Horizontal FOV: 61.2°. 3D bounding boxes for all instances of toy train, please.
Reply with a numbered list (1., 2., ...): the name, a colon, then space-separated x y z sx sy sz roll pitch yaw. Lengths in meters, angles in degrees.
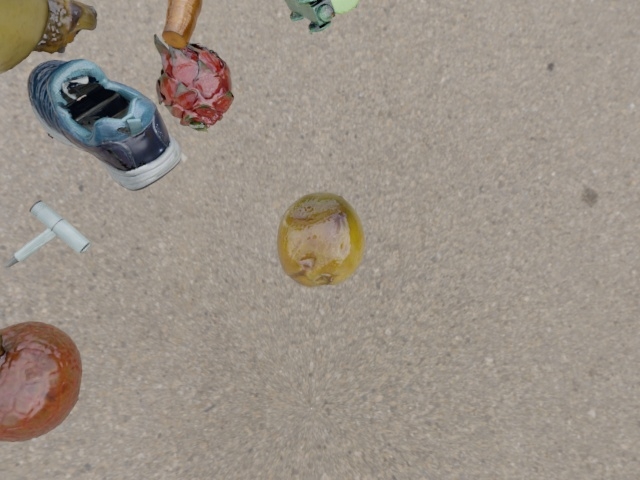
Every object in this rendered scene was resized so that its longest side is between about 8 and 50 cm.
1. toy train: -0.002 -0.605 1.338 0.157 0.105 0.253 -33 39 -5

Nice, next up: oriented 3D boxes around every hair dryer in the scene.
1. hair dryer: -0.667 0.022 1.293 0.155 0.044 0.183 40 91 -2

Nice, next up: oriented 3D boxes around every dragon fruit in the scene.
1. dragon fruit: -0.328 -0.412 1.401 0.193 0.192 0.274 -19 93 -20

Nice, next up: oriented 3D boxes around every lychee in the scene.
1. lychee: -0.609 0.281 1.084 0.255 0.300 0.255 -4 57 5

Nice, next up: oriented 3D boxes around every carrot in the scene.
1. carrot: -0.330 -0.553 1.304 0.087 0.087 0.193 0 71 -1

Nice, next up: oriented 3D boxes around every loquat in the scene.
1. loquat: 0.000 0.000 1.641 0.276 0.276 0.284 -5 45 -3

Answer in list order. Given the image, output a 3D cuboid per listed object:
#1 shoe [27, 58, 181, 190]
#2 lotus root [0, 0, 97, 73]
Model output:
1. shoe: -0.230 -0.139 0.551 0.207 0.106 0.091 34 65 26
2. lotus root: -0.337 -0.205 0.418 0.151 0.342 0.169 -36 78 27
